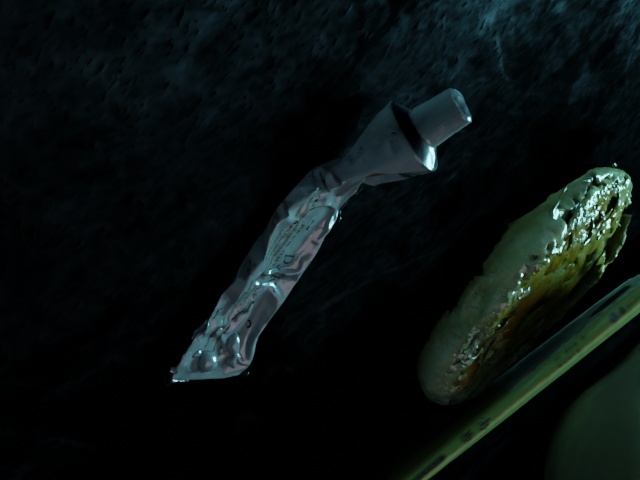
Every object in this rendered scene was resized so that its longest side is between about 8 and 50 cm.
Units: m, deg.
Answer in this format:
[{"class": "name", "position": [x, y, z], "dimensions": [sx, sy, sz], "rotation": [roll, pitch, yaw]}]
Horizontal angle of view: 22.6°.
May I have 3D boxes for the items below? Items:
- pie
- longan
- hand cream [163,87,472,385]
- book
[{"class": "pie", "position": [0.190, 0.042, 1.461], "dimensions": [0.274, 0.055, 0.274], "rotation": [-41, 160, -19]}, {"class": "longan", "position": [0.480, 0.304, 2.132], "dimensions": [0.404, 0.336, 0.404], "rotation": [-9, 102, -44]}, {"class": "hand cream", "position": [-0.002, -0.003, 1.014], "dimensions": [0.257, 0.050, 0.084], "rotation": [-47, 159, 20]}, {"class": "book", "position": [0.181, 0.147, 1.533], "dimensions": [0.352, 0.035, 0.239], "rotation": [-38, 174, 0]}]
